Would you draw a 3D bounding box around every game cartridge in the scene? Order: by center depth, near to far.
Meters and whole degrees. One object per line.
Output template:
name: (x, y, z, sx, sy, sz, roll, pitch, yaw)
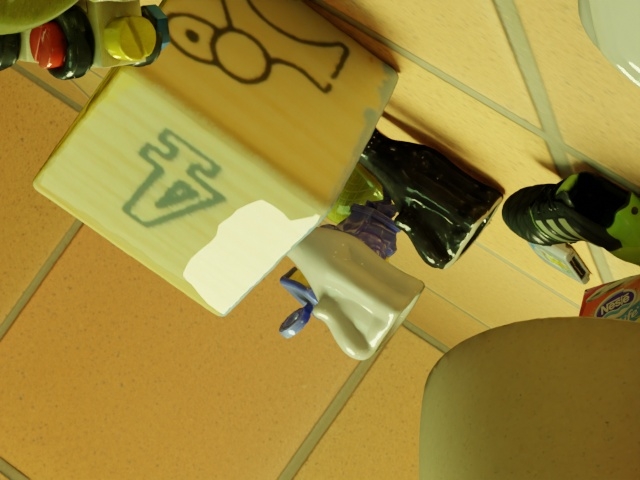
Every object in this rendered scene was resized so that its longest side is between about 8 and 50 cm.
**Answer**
game cartridge: (0.227, 0.013, 1.805, 0.056, 0.017, 0.083, 36, 176, 30)

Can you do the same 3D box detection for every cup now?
cup: (0.213, 0.245, 1.398, 0.331, 0.237, 0.331, 12, 146, 8)

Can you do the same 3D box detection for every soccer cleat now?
soccer cleat: (0.198, -0.027, 1.452, 0.072, 0.060, 0.179, 49, 162, -31)

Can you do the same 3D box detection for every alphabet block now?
alphabet block: (-0.084, -0.092, 1.534, 0.197, 0.192, 0.193, 36, 134, -9)

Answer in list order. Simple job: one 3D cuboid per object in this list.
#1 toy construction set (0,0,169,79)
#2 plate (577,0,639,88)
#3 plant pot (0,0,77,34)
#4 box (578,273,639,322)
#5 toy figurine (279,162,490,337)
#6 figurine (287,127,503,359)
toy construction set: (-0.165, -0.221, 1.235, 0.151, 0.215, 0.328, -10, -167, -20)
plate: (0.220, -0.080, 0.869, 0.277, 0.045, 0.278, 33, 175, 17)
plant pot: (-0.261, -0.258, 0.884, 0.353, 0.366, 0.366, 21, 170, 19)
box: (0.326, 0.143, 1.531, 0.257, 0.128, 0.122, 38, 141, -29)
toy figurine: (0.000, 0.000, 2.011, 0.191, 0.217, 0.362, 37, 174, -20)
figurine: (0.024, -0.027, 1.721, 0.209, 0.215, 0.092, 38, 148, 8)
